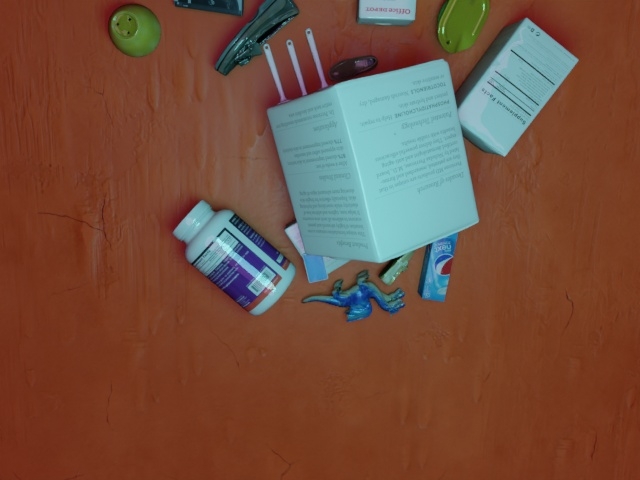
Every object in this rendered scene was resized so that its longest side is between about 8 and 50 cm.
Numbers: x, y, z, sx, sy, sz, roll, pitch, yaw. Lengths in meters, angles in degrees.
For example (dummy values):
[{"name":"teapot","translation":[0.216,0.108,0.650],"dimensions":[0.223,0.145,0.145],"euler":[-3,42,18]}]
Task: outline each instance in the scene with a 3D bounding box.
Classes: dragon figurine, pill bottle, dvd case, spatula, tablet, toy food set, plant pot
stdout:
[{"name":"dragon figurine","translation":[0.098,0.178,1.695],"dimensions":[0.289,0.085,0.144],"euler":[-21,101,1]},{"name":"pill bottle","translation":[-0.235,0.042,1.609],"dimensions":[0.323,0.181,0.181],"euler":[42,97,-8]},{"name":"dvd case","translation":[-0.276,-0.677,1.466],"dimensions":[0.179,0.029,0.238],"euler":[8,140,-3]},{"name":"spatula","translation":[-0.057,-0.429,1.601],"dimensions":[0.168,0.019,0.242],"euler":[-18,102,3]},{"name":"tablet","translation":[-0.014,0.071,1.616],"dimensions":[0.054,0.006,0.083],"euler":[-13,103,2]},{"name":"toy food set","translation":[0.368,-0.601,1.560],"dimensions":[0.128,0.071,0.217],"euler":[21,103,-30]},{"name":"plant pot","translation":[-0.486,-0.543,1.526],"dimensions":[0.134,0.095,0.134],"euler":[0,102,-2]}]

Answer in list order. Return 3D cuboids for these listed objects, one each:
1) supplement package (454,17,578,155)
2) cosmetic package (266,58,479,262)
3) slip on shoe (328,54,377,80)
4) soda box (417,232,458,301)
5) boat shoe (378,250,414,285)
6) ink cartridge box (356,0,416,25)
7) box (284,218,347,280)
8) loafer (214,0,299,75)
[{"name":"supplement package","translation":[0.476,-0.388,1.544],"dimensions":[0.175,0.177,0.293],"euler":[35,99,-8]},{"name":"cosmetic package","translation":[0.123,-0.186,1.445],"dimensions":[0.327,0.329,0.393],"euler":[-21,104,-29]},{"name":"slip on shoe","translation":[0.087,-0.460,1.586],"dimensions":[0.135,0.041,0.051],"euler":[-12,101,0]},{"name":"soda box","translation":[0.331,0.061,1.685],"dimensions":[0.067,0.071,0.210],"euler":[8,101,-3]},{"name":"boat shoe","translation":[0.221,0.072,1.684],"dimensions":[0.135,0.050,0.045],"euler":[-43,104,-14]},{"name":"ink cartridge box","translation":[0.171,-0.663,1.526],"dimensions":[0.148,0.086,0.203],"euler":[1,101,-2]},{"name":"box","translation":[0.000,0.000,1.652],"dimensions":[0.130,0.091,0.170],"euler":[-31,101,5]},{"name":"loafer","translation":[-0.163,-0.524,1.540],"dimensions":[0.084,0.096,0.267],"euler":[40,95,-9]}]
